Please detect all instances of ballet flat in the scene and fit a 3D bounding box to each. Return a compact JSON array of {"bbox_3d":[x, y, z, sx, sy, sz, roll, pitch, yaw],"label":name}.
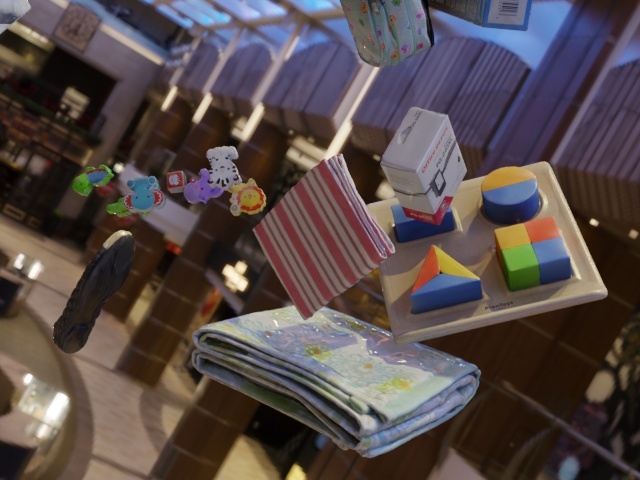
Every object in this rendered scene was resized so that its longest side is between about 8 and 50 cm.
[{"bbox_3d":[-0.270,0.056,1.083,0.057,0.173,0.049,12,27,-50],"label":"ballet flat"}]

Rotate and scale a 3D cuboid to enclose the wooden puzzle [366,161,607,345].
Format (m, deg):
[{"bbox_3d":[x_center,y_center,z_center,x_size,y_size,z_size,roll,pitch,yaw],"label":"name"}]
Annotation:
[{"bbox_3d":[0.244,-0.004,1.470,0.347,0.322,0.080,-98,173,-50],"label":"wooden puzzle"}]

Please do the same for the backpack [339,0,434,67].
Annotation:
[{"bbox_3d":[0.093,-0.348,1.358,0.152,0.115,0.182,-122,-171,-62],"label":"backpack"}]

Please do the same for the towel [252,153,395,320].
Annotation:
[{"bbox_3d":[0.000,0.000,1.148,0.029,0.197,0.144,-18,74,-42],"label":"towel"}]

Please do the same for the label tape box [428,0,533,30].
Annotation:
[{"bbox_3d":[0.303,-0.558,1.805,0.106,0.240,0.333,0,22,-18],"label":"label tape box"}]

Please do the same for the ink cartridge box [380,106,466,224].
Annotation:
[{"bbox_3d":[0.157,-0.110,1.391,0.063,0.109,0.150,18,-21,29],"label":"ink cartridge box"}]

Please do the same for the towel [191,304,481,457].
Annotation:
[{"bbox_3d":[0.031,0.185,1.381,0.321,0.090,0.374,23,13,27],"label":"towel"}]

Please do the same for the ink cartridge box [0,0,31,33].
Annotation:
[{"bbox_3d":[-0.459,-0.373,1.193,0.045,0.224,0.223,3,-47,24],"label":"ink cartridge box"}]

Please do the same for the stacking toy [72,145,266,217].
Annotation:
[{"bbox_3d":[-0.191,-0.061,1.203,0.221,0.052,0.167,-7,-12,4],"label":"stacking toy"}]
